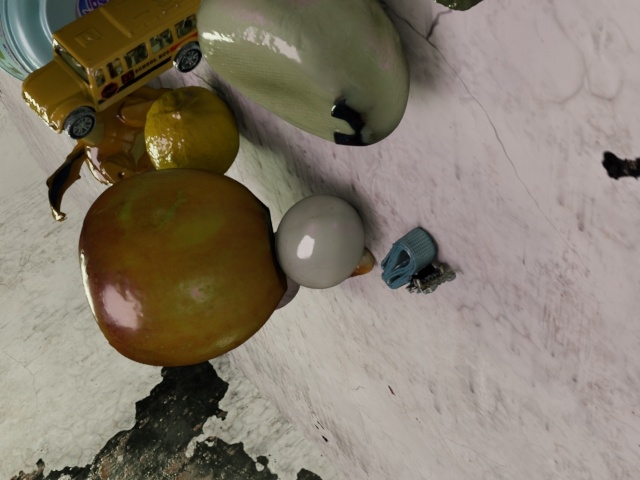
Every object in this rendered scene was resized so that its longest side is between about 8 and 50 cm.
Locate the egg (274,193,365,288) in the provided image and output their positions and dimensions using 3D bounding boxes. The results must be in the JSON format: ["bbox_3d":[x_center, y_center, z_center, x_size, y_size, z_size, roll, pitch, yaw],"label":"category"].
[{"bbox_3d":[0.000,0.000,1.671,0.151,0.151,0.209,48,161,12],"label":"egg"}]

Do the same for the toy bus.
[{"bbox_3d":[-0.288,-0.294,1.504,0.121,0.335,0.123,44,157,23],"label":"toy bus"}]

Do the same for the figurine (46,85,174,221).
[{"bbox_3d":[-0.437,-0.258,2.108,0.387,0.268,0.401,-131,42,-74],"label":"figurine"}]

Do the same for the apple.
[{"bbox_3d":[-0.237,0.037,1.768,0.374,0.374,0.384,55,-175,-13],"label":"apple"}]

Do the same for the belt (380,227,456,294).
[{"bbox_3d":[0.144,0.047,1.565,0.100,0.065,0.179,58,165,8],"label":"belt"}]

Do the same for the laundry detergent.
[{"bbox_3d":[-0.425,-0.396,1.720,0.305,0.287,0.287,23,147,58],"label":"laundry detergent"}]

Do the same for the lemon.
[{"bbox_3d":[-0.238,-0.192,1.841,0.180,0.180,0.193,40,-173,33],"label":"lemon"}]

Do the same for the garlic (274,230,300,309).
[{"bbox_3d":[-0.131,0.016,1.987,0.256,0.207,0.207,59,163,1],"label":"garlic"}]

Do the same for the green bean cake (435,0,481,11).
[{"bbox_3d":[0.110,-0.317,0.881,0.185,0.094,0.183,54,164,9],"label":"green bean cake"}]

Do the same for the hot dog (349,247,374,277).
[{"bbox_3d":[0.039,0.044,1.836,0.066,0.047,0.216,56,162,-5],"label":"hot dog"}]

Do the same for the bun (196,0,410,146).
[{"bbox_3d":[-0.003,-0.241,1.194,0.283,0.179,0.283,30,171,6],"label":"bun"}]
